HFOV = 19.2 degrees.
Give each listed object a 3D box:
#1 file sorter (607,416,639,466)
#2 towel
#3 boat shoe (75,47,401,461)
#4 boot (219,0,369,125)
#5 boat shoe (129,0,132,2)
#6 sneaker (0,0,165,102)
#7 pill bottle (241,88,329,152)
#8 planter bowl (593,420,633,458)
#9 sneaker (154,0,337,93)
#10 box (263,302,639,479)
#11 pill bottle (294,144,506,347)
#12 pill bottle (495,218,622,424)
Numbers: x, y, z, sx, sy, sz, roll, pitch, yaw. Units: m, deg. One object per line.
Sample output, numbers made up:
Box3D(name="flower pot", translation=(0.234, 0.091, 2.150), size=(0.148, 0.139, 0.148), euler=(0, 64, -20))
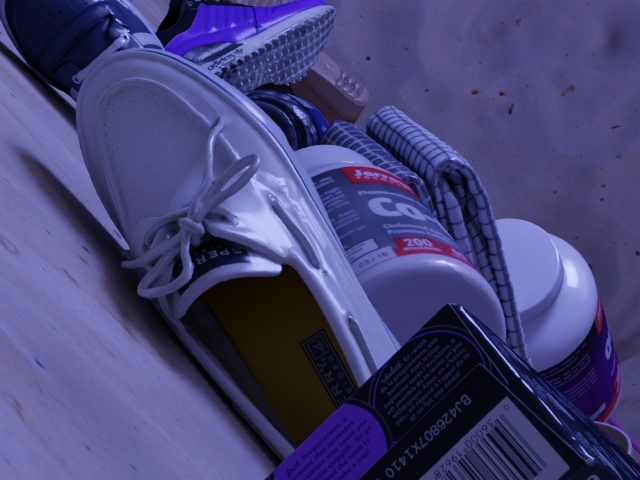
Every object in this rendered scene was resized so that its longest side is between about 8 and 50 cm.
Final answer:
Box3D(name="file sorter", translation=(0.353, 0.247, 1.808), size=(0.202, 0.290, 0.182), euler=(45, 3, -15))
Box3D(name="towel", translation=(0.097, 0.025, 1.930), size=(0.235, 0.121, 0.284), euler=(-139, -149, -66))
Box3D(name="boat shoe", translation=(-0.064, 0.017, 1.225), size=(0.367, 0.136, 0.156), euler=(58, 12, 15))
Box3D(name="boot", translation=(-0.077, -0.199, 2.374), size=(0.248, 0.207, 0.090), euler=(44, 45, -8))
Box3D(name="boat shoe", translation=(-0.256, -0.275, 2.211), size=(0.065, 0.075, 0.206), euler=(3, 17, -3))
Box3D(name="sneaker", translation=(-0.148, -0.110, 1.555), size=(0.282, 0.099, 0.153), euler=(47, 3, -28))
Box3D(name="pill bottle", translation=(-0.056, -0.101, 2.040), size=(0.123, 0.123, 0.219), euler=(47, 7, 3))
Box3D(name="planter bowl", translation=(0.166, 0.217, 1.409), size=(0.162, 0.162, 0.109), euler=(-112, -176, -75))
Box3D(name="sneaker", translation=(-0.107, -0.241, 2.185), size=(0.146, 0.102, 0.293), euler=(39, 42, 20))
Box3D(name="box", translation=(0.117, 0.183, 1.119), size=(0.270, 0.165, 0.143), euler=(39, 9, -49))
Box3D(name="pill bottle", translation=(0.036, 0.031, 1.606), size=(0.161, 0.161, 0.283), euler=(43, 7, -30))
Box3D(name="pill bottle", translation=(0.243, 0.108, 2.189), size=(0.181, 0.181, 0.323), euler=(50, -7, 33))
